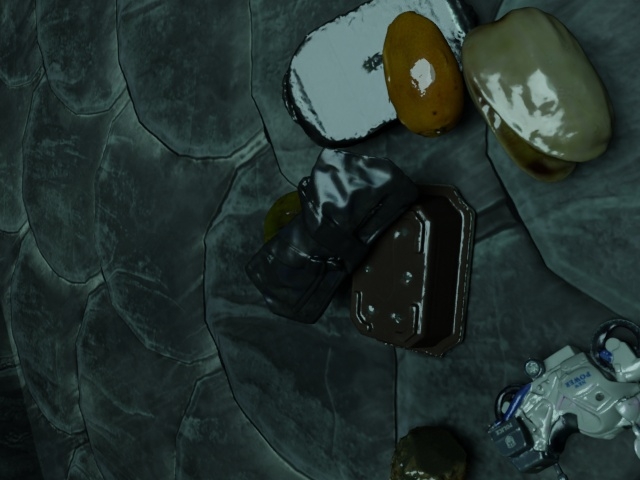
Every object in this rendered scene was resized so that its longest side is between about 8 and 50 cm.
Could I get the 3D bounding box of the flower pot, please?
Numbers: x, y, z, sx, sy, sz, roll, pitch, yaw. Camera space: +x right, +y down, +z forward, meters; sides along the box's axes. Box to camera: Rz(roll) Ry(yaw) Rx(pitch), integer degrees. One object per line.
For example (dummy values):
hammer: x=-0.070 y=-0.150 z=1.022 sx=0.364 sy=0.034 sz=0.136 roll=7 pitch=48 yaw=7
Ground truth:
flower pot: x=0.113 y=0.042 z=0.769 sx=0.179 sy=0.084 sz=0.250 roll=9 pitch=99 yaw=39

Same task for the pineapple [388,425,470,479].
pineapple: x=0.142 y=0.358 z=0.769 sx=0.108 sy=0.108 sz=0.197 roll=30 pitch=124 yaw=35

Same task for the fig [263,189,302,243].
fig: x=-0.050 y=0.003 z=0.881 sx=0.185 sy=0.127 sz=0.133 roll=-35 pitch=85 yaw=32

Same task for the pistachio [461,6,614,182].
pistachio: x=0.240 y=-0.167 z=0.617 sx=0.129 sy=0.131 sz=0.206 roll=102 pitch=147 yaw=-71

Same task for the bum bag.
bum bag: x=0.000 y=0.000 z=0.747 sx=0.137 sy=0.074 sz=0.310 roll=35 pitch=119 yaw=-2

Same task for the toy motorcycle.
toy motorcycle: x=0.297 y=0.201 z=0.622 sx=0.221 sy=0.102 sz=0.150 roll=-46 pitch=44 yaw=30

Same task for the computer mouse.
computer mouse: x=0.082 y=-0.243 z=0.774 sx=0.295 sy=0.087 sz=0.168 roll=-24 pitch=90 yaw=23

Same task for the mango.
mango: x=0.120 y=-0.205 z=0.668 sx=0.159 sy=0.084 sz=0.105 roll=63 pitch=171 yaw=1
